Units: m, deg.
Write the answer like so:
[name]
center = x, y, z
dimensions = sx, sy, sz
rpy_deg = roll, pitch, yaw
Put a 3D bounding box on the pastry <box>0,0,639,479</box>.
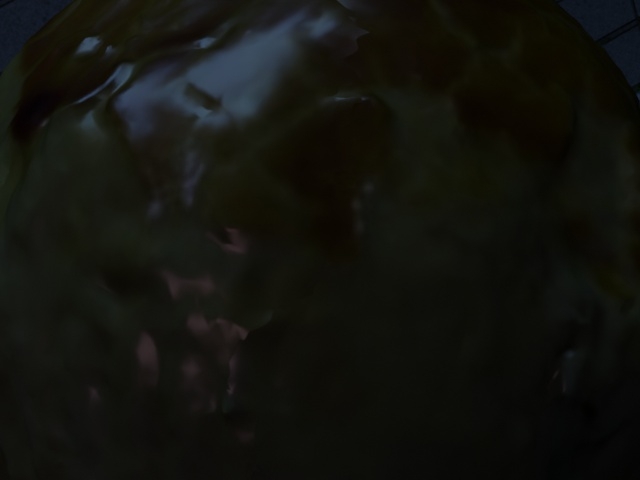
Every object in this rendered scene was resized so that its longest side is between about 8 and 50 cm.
[pastry]
center = 0.000, 0.000, 0.687
dimensions = 0.389, 0.312, 0.388
rpy_deg = 1, 4, 0
